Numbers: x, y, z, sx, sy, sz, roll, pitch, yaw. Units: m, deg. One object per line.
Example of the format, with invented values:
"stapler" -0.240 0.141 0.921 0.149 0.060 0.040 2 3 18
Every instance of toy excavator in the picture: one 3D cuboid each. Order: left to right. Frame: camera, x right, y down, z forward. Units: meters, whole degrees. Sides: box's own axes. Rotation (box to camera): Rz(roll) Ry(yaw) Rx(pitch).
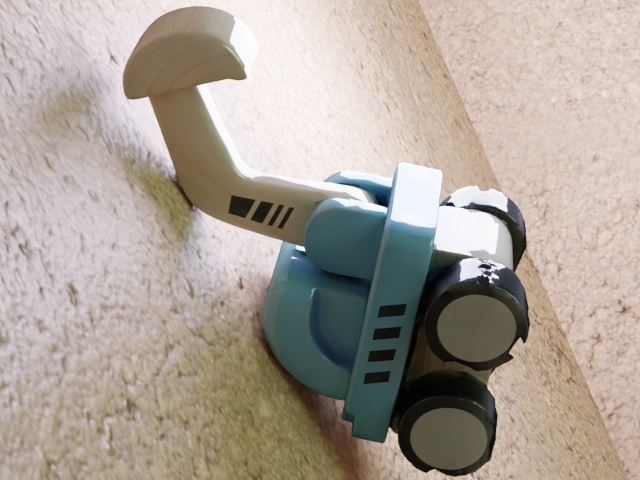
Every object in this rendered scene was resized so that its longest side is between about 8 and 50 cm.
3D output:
"toy excavator" 0.000 0.000 1.658 0.222 0.445 0.433 -79 179 -60
